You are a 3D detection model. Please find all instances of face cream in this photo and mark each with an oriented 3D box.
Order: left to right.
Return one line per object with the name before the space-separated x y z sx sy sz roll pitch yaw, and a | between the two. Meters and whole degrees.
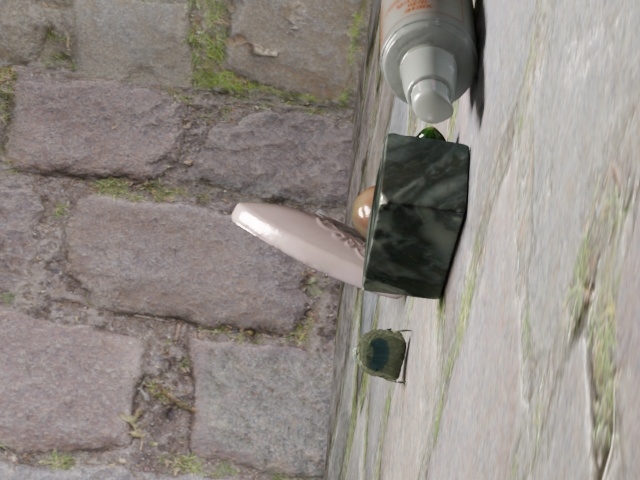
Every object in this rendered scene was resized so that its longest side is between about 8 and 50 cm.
face cream | 0.110 -0.189 1.852 0.252 0.101 0.101 -85 3 -59

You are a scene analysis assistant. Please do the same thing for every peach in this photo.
peach | 0.083 -0.035 2.403 0.083 0.083 0.083 -173 90 -88

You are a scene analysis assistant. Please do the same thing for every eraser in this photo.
eraser | 0.001 -0.001 2.426 0.204 0.243 0.059 -98 32 -80

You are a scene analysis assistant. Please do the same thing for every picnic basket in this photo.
picnic basket | 0.078 0.137 2.211 0.083 0.083 0.065 4 78 50

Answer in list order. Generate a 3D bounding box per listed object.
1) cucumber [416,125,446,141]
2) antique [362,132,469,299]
cucumber | 0.107 -0.038 2.006 0.052 0.058 0.215 -37 -30 -41
antique | 0.094 -0.018 1.864 0.183 0.086 0.088 100 178 -57
